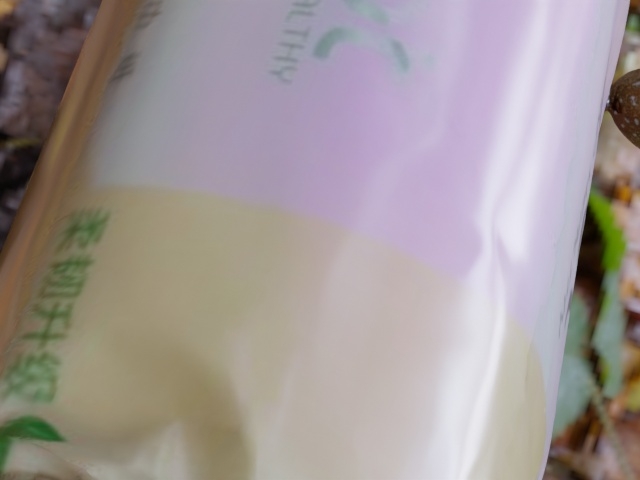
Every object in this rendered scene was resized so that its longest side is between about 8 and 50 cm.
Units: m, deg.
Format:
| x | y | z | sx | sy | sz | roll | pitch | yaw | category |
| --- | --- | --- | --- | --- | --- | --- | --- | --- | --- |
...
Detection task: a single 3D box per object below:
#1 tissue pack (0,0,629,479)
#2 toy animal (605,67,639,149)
| x | y | z | sx | sy | sz | roll | pitch | yaw | category |
| --- | --- | --- | --- | --- | --- | --- | --- | --- | --- |
| 0.000 | 0.000 | 0.461 | 0.215 | 0.123 | 0.257 | 97 | 6 | -58 | tissue pack |
| 0.312 | -0.050 | 1.561 | 0.260 | 0.243 | 0.087 | -51 | 156 | -10 | toy animal |
